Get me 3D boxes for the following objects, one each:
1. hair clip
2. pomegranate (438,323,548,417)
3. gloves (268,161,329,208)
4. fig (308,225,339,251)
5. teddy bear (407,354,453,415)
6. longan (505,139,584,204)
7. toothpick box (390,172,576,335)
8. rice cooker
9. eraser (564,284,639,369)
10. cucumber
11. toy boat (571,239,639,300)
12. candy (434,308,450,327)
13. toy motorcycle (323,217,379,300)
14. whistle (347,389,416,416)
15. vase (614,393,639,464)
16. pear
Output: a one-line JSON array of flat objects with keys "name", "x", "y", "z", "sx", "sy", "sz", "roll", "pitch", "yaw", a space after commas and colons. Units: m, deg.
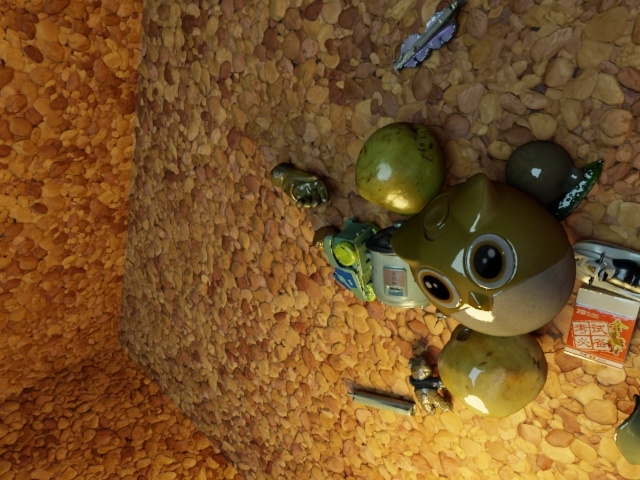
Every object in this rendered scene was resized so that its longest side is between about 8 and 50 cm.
[{"name": "hair clip", "x": 0.343, "y": -0.643, "z": 1.401, "sx": 0.292, "sy": 0.084, "sz": 0.106, "roll": -35, "pitch": 87, "yaw": 45}, {"name": "pomegranate", "x": 0.551, "y": 0.405, "z": 1.421, "sx": 0.332, "sy": 0.332, "sz": 0.333, "roll": 13, "pitch": 112, "yaw": 34}, {"name": "gloves", "x": -0.074, "y": -0.219, "z": 1.825, "sx": 0.331, "sy": 0.141, "sz": 0.154, "roll": 34, "pitch": 97, "yaw": 36}, {"name": "fig", "x": 0.002, "y": -0.004, "z": 1.842, "sx": 0.119, "sy": 0.152, "sz": 0.119, "roll": 175, "pitch": 90, "yaw": -67}, {"name": "teddy bear", "x": 0.416, "y": 0.574, "z": 1.710, "sx": 0.181, "sy": 0.129, "sz": 0.252, "roll": -22, "pitch": 91, "yaw": 38}, {"name": "longan", "x": 0.636, "y": -0.192, "z": 1.264, "sx": 0.204, "sy": 0.159, "sz": 0.185, "roll": 12, "pitch": 120, "yaw": 33}, {"name": "toothpick box", "x": 0.457, "y": 0.043, "z": 1.244, "sx": 0.425, "sy": 0.409, "sz": 0.408, "roll": 35, "pitch": 133, "yaw": -21}, {"name": "rice cooker", "x": 0.298, "y": 0.072, "z": 1.553, "sx": 0.316, "sy": 0.264, "sz": 0.317, "roll": 13, "pitch": 115, "yaw": 29}, {"name": "eraser", "x": 0.844, "y": 0.261, "z": 1.331, "sx": 0.157, "sy": 0.038, "sz": 0.231, "roll": 15, "pitch": 114, "yaw": 34}, {"name": "cucumber", "x": 0.731, "y": -0.137, "z": 1.273, "sx": 0.069, "sy": 0.069, "sz": 0.228, "roll": 41, "pitch": 121, "yaw": 20}, {"name": "toy boat", "x": 0.831, "y": 0.091, "z": 1.229, "sx": 0.269, "sy": 0.141, "sz": 0.141, "roll": 17, "pitch": 116, "yaw": 17}, {"name": "candy", "x": 0.472, "y": 0.202, "z": 1.574, "sx": 0.059, "sy": 0.086, "sz": 0.293, "roll": 37, "pitch": 124, "yaw": 32}, {"name": "toy motorcycle", "x": 0.125, "y": 0.090, "z": 1.757, "sx": 0.199, "sy": 0.191, "sz": 0.327, "roll": 14, "pitch": 127, "yaw": 38}, {"name": "whistle", "x": 0.259, "y": 0.703, "z": 1.919, "sx": 0.326, "sy": 0.057, "sz": 0.068, "roll": -1, "pitch": 147, "yaw": 39}, {"name": "vase", "x": 1.012, "y": 0.622, "z": 1.228, "sx": 0.302, "sy": 0.241, "sz": 0.330, "roll": 17, "pitch": 142, "yaw": 46}, {"name": "pear", "x": 0.266, "y": -0.244, "z": 1.463, "sx": 0.303, "sy": 0.303, "sz": 0.305, "roll": 13, "pitch": 112, "yaw": 34}]
